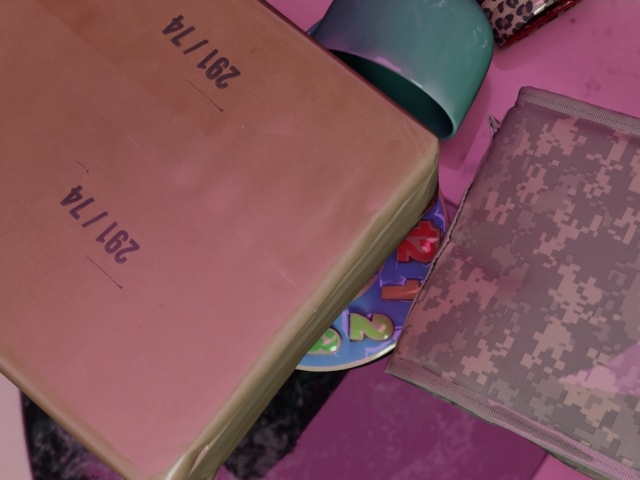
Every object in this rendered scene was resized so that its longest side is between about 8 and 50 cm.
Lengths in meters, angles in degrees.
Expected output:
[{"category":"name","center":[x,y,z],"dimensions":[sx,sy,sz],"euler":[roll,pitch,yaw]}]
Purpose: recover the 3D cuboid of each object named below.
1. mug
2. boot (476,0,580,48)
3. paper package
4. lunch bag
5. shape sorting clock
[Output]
[{"category":"mug","center":[0.054,-0.155,0.818],"dimensions":[0.158,0.129,0.097],"euler":[26,79,12]},{"category":"boot","center":[0.182,-0.281,0.842],"dimensions":[0.236,0.085,0.178],"euler":[-35,81,9]},{"category":"paper package","center":[-0.122,-0.033,0.756],"dimensions":[0.325,0.168,0.309],"euler":[38,81,10]},{"category":"lunch bag","center":[0.213,0.046,0.745],"dimensions":[0.287,0.169,0.235],"euler":[25,87,18]},{"category":"shape sorting clock","center":[0.000,0.000,0.850],"dimensions":[0.206,0.040,0.206],"euler":[-1,82,8]}]
